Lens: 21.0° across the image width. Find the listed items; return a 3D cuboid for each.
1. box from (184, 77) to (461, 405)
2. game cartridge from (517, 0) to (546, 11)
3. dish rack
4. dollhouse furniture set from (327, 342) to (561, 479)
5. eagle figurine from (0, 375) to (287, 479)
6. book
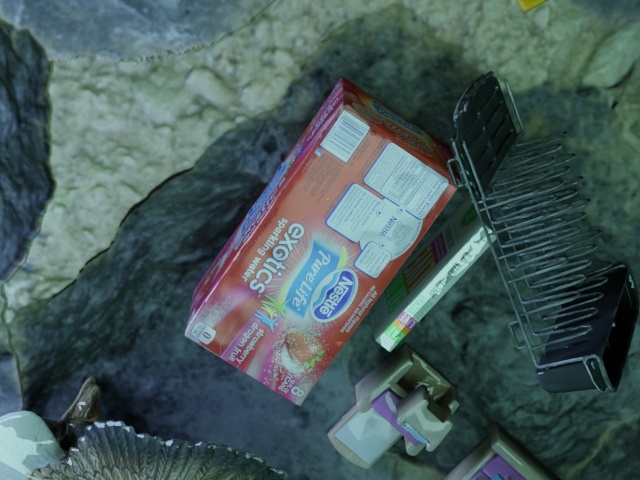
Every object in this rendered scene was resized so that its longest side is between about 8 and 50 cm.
[{"bbox_3d":[0.000,0.000,1.543,0.128,0.122,0.257,33,105,-9],"label":"box"},{"bbox_3d":[0.088,-0.343,1.354,0.053,0.285,0.323,-32,105,10],"label":"game cartridge"},{"bbox_3d":[0.194,-0.015,1.503,0.074,0.208,0.271,-17,105,21],"label":"dish rack"},{"bbox_3d":[0.116,0.297,1.541,0.286,0.303,0.198,42,102,-11],"label":"dollhouse furniture set"},{"bbox_3d":[-0.159,0.248,1.555,0.225,0.298,0.226,-36,136,-21],"label":"eagle figurine"},{"bbox_3d":[0.103,0.030,1.566,0.035,0.096,0.144,40,103,-11],"label":"book"}]
